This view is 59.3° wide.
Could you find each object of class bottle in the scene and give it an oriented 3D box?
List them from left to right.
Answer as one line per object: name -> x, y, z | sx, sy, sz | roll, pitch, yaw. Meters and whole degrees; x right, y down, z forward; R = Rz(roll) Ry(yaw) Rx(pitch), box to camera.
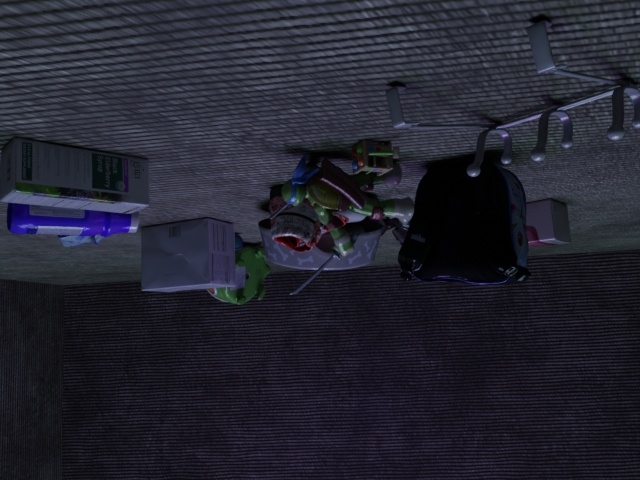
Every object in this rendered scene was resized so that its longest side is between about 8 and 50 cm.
bottle -> -0.584, -0.057, 1.343 | 0.283, 0.092, 0.118 | 2, 174, -33

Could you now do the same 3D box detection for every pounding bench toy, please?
pounding bench toy -> 0.099, -0.156, 1.038 | 0.065, 0.052, 0.083 | 1, 171, -23

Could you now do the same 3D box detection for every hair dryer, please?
hair dryer -> 0.189, -0.032, 1.852 | 0.294, 0.080, 0.223 | -3, 173, 3

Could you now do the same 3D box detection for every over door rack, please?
over door rack -> 0.286, -0.172, 0.806 | 0.325, 0.108, 0.240 | 5, 168, -43

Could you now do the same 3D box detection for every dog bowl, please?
dog bowl -> 0.000, 0.000, 1.586 | 0.349, 0.102, 0.349 | 1, -168, 0

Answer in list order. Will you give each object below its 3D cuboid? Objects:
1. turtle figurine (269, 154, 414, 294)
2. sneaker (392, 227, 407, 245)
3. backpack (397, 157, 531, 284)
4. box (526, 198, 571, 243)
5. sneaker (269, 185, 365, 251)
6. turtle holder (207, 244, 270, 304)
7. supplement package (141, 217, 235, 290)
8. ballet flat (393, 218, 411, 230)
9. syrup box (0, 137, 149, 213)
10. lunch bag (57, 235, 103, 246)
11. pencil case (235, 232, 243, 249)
turtle figurine -> 0.037, -0.066, 1.172 | 0.267, 0.274, 0.197 | -6, -150, -18
sneaker -> 0.339, 0.001, 1.928 | 0.100, 0.108, 0.271 | 46, 178, -26
backpack -> 0.325, -0.040, 1.209 | 0.277, 0.263, 0.213 | 0, -178, 33
box -> 0.646, -0.043, 1.780 | 0.233, 0.126, 0.149 | -10, 169, 41
sneaker -> -0.003, -0.037, 1.385 | 0.270, 0.144, 0.090 | 11, 158, -29
turtle holder -> -0.344, 0.112, 2.297 | 0.228, 0.243, 0.320 | 9, -141, 30
supplement package -> -0.415, 0.051, 1.771 | 0.262, 0.203, 0.145 | -7, 170, 24
ballet flat -> 0.356, -0.057, 1.701 | 0.281, 0.095, 0.096 | 7, 166, -5
syrup box -> -0.437, -0.110, 1.017 | 0.237, 0.093, 0.096 | 4, 169, -42
lunch bag -> -0.609, -0.041, 1.474 | 0.151, 0.096, 0.129 | -15, 174, -22
pencil case -> -0.347, 0.014, 2.029 | 0.152, 0.064, 0.070 | -12, -176, 46
